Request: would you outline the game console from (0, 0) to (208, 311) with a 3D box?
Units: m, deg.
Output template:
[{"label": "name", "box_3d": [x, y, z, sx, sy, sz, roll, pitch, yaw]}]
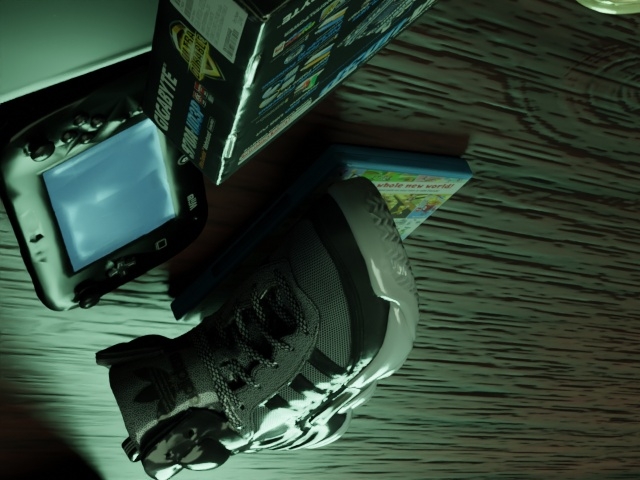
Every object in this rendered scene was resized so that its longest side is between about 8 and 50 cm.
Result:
[{"label": "game console", "box_3d": [-0.099, -0.069, 0.906, 0.213, 0.044, 0.361, -21, 155, -9]}]

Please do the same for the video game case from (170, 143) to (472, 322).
[{"label": "video game case", "box_3d": [0.000, 0.000, 1.162, 0.119, 0.015, 0.166, 4, 142, -45]}]

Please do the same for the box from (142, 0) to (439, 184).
[{"label": "box", "box_3d": [0.030, -0.132, 0.765, 0.220, 0.051, 0.175, -41, 173, -18]}]

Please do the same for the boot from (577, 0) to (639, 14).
[{"label": "boot", "box_3d": [0.202, -0.219, 0.826, 0.262, 0.095, 0.203, -30, 155, 5]}]

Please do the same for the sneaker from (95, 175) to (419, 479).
[{"label": "sneaker", "box_3d": [-0.043, 0.065, 1.108, 0.153, 0.101, 0.268, -17, 156, -23]}]
